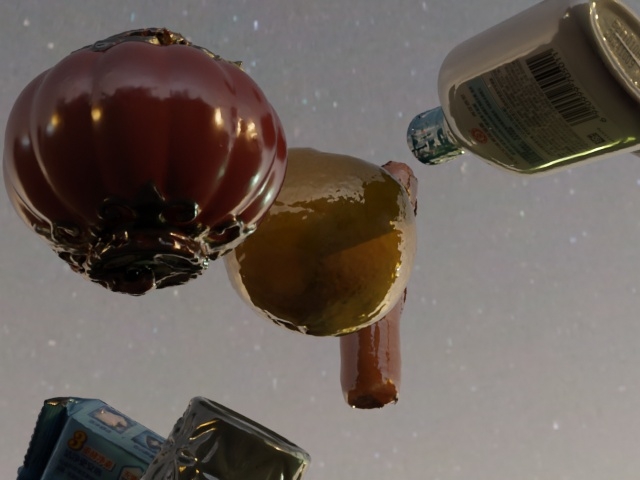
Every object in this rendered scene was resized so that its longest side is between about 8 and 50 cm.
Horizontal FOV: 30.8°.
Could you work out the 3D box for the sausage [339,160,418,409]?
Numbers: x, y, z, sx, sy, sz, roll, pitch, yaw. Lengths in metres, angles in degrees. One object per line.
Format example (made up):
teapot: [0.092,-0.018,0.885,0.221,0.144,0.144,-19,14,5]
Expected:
sausage: [0.067,0.051,1.391,0.087,0.326,0.079,-21,-39,40]

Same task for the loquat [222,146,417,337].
loquat: [0.000,0.000,1.203,0.208,0.208,0.208,-1,-44,0]

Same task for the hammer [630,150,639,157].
hammer: [0.309,-0.139,1.397,0.125,0.297,0.027,6,-74,-32]

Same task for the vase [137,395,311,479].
vase: [-0.120,0.267,0.853,0.156,0.300,0.251,28,-5,-3]

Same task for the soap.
soap: [-0.169,0.282,1.166,0.293,0.077,0.156,30,-77,12]

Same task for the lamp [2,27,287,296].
lamp: [-0.139,-0.058,0.930,0.227,0.226,0.226,-1,-44,0]

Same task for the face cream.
face cream: [0.193,-0.132,1.127,0.163,0.080,0.337,49,-24,-11]
